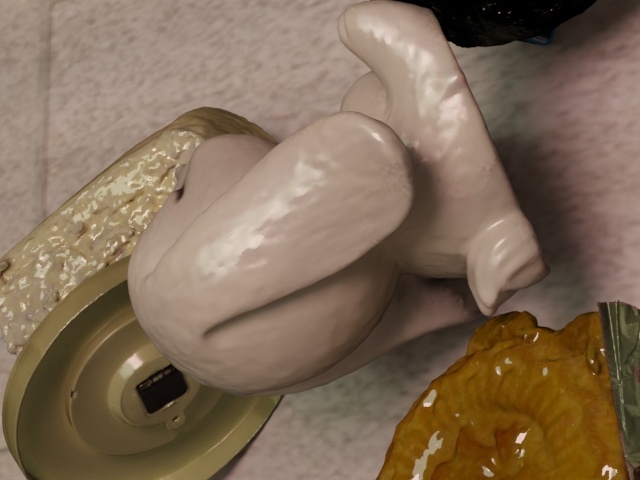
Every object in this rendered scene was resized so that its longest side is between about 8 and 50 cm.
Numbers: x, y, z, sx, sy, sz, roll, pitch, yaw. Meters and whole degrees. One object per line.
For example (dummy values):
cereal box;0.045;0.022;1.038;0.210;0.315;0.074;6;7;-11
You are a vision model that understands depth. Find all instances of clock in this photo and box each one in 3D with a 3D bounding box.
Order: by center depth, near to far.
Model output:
clock;-0.120;0.102;1.447;0.235;0.235;0.029;-57;47;17

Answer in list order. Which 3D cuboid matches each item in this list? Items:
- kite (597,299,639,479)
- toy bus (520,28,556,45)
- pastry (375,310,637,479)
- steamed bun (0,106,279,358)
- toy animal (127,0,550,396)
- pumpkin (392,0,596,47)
kite;0.259;0.092;1.158;0.250;0.229;0.012;-61;8;-6
toy bus;0.130;-0.166;1.417;0.083;0.038;0.046;19;96;43
pastry;0.140;0.169;1.264;0.240;0.132;0.235;-2;68;50
steamed bun;-0.110;0.009;1.500;0.225;0.200;0.170;-38;90;29
toy animal;0.000;0.000;1.306;0.265;0.271;0.206;-26;63;2
pumpkin;0.102;-0.240;1.308;0.233;0.163;0.233;9;113;22
